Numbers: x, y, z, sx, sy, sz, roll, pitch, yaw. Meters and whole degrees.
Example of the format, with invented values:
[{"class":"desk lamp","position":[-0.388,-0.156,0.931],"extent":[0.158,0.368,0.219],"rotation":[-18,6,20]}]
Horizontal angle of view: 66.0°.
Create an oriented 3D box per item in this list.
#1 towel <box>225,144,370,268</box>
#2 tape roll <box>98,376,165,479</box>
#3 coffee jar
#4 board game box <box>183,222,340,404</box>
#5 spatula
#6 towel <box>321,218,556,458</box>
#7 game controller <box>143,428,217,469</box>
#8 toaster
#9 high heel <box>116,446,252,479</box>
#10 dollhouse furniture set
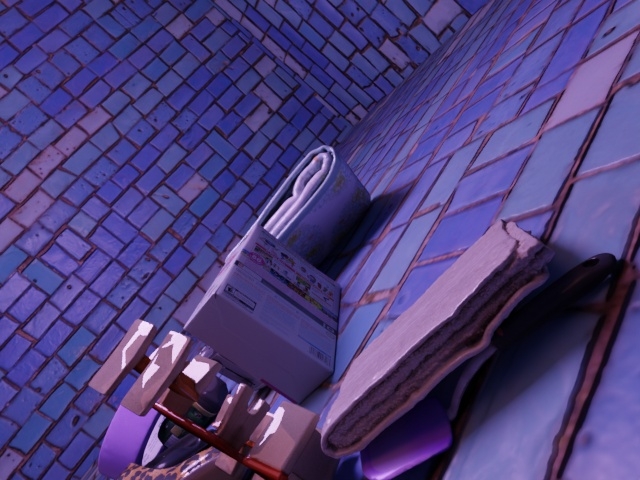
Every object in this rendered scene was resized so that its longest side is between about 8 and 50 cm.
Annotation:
[{"class":"towel","position":[-0.044,-0.026,1.204],"extent":[0.374,0.090,0.320],"rotation":[-49,-21,2]},{"class":"tape roll","position":[-0.437,0.463,1.240],"extent":[0.275,0.090,0.274],"rotation":[20,-90,-87]},{"class":"coffee jar","position":[-0.300,0.406,1.170],"extent":[0.184,0.079,0.096],"rotation":[-47,10,13]},{"class":"board game box","position":[-0.083,0.115,0.892],"extent":[0.097,0.224,0.303],"rotation":[-49,10,21]},{"class":"spatula","position":[0.147,0.115,0.449],"extent":[0.296,0.030,0.084],"rotation":[-47,9,12]},{"class":"towel","position":[0.118,0.093,0.518],"extent":[0.282,0.049,0.187],"rotation":[-47,-5,16]},{"class":"game controller","position":[-0.324,0.475,0.991],"extent":[0.319,0.067,0.166],"rotation":[-43,-5,35]},{"class":"toaster","position":[-0.131,0.195,1.015],"extent":[0.129,0.146,0.227],"rotation":[-40,15,42]},{"class":"high heel","position":[-0.226,0.360,0.803],"extent":[0.261,0.093,0.186],"rotation":[-39,29,-7]},{"class":"dollhouse furniture set","position":[-0.115,0.238,0.577],"extent":[0.259,0.262,0.135],"rotation":[7,53,40]}]
